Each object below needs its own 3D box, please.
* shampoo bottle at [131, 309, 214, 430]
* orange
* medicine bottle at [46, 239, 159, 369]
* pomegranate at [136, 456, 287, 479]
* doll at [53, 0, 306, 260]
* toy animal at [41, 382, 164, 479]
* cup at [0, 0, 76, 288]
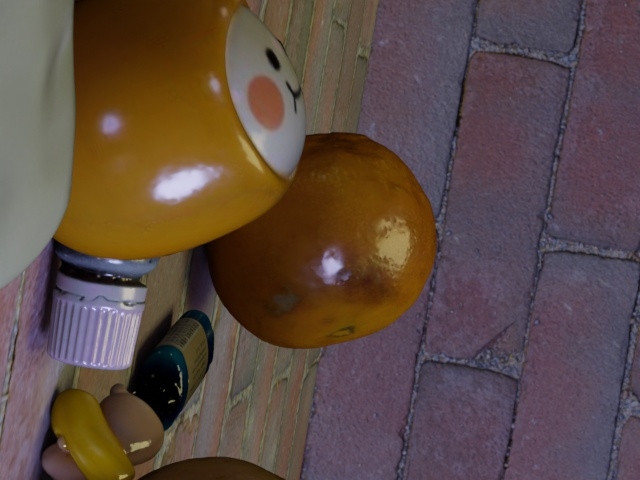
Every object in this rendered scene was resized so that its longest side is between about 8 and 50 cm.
[{"bbox_3d":[-0.149,0.134,1.740,0.183,0.050,0.087,-58,160,-72],"label":"shampoo bottle"},{"bbox_3d":[0.000,0.000,1.925,0.261,0.261,0.261,10,90,-83],"label":"orange"},{"bbox_3d":[-0.160,-0.005,1.317,0.083,0.083,0.203,-9,108,-83],"label":"medicine bottle"},{"bbox_3d":[-0.110,0.335,1.417,0.342,0.343,0.342,10,90,-83],"label":"pomegranate"},{"bbox_3d":[-0.124,-0.107,1.139,0.236,0.213,0.213,65,16,-11],"label":"doll"},{"bbox_3d":[-0.188,0.169,1.417,0.082,0.091,0.114,-52,176,32],"label":"toy animal"},{"bbox_3d":[-0.171,-0.118,0.696,0.255,0.173,0.202,-72,171,-48],"label":"cup"}]
